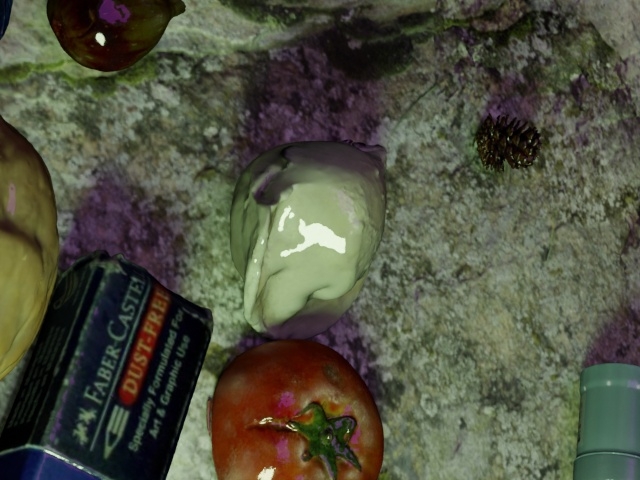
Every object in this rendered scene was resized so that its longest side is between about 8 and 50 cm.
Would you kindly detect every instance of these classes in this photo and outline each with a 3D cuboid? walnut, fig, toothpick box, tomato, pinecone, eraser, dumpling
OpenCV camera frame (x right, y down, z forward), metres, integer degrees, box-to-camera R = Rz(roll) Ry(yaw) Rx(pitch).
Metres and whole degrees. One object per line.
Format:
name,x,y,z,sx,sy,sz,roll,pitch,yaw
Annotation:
walnut,-0.370,0.020,1.463,0.296,0.285,0.285,-5,75,1
fig,-0.207,-0.238,1.799,0.154,0.103,0.109,-25,114,-34
toothpick box,0.365,0.240,2.118,0.101,0.101,0.153,26,60,-31
tomato,-0.012,0.210,1.828,0.225,0.085,0.225,15,67,-39
pinecone,0.235,-0.123,2.147,0.077,0.083,0.077,-3,90,-82
eraser,-0.219,0.178,1.649,0.155,0.101,0.332,33,56,-27
dumpling,0.003,0.002,1.872,0.243,0.175,0.227,-8,110,-26

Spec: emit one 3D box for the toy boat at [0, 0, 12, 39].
toy boat,-0.385,-0.316,1.629,0.291,0.070,0.210,42,24,-51
